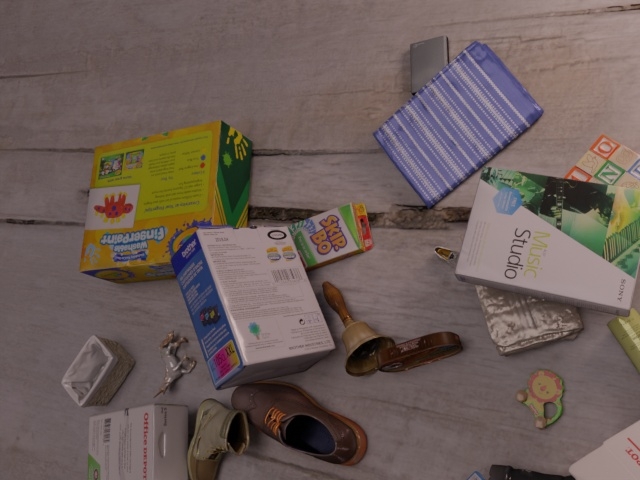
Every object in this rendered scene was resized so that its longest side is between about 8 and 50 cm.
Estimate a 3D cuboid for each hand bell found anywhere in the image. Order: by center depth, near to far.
[{"bbox_3d":[0.059,0.180,1.701,0.126,0.126,0.242,-44,48,11],"label":"hand bell"}]

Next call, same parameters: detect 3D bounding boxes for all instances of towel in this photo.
[{"bbox_3d":[0.415,0.088,1.538,0.187,0.049,0.282,-18,66,16],"label":"towel"},{"bbox_3d":[0.311,-0.269,1.707,0.336,0.040,0.243,-40,69,15],"label":"towel"}]

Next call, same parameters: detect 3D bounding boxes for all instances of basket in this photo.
[{"bbox_3d":[-0.598,0.356,2.006,0.113,0.103,0.167,38,96,32],"label":"basket"}]

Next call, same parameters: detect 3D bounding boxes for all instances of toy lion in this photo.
[{"bbox_3d":[0.446,0.311,1.475,0.096,0.034,0.100,-36,61,7],"label":"toy lion"}]

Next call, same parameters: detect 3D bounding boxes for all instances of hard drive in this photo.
[{"bbox_3d":[0.265,-0.423,1.792,0.094,0.022,0.135,-8,72,28],"label":"hard drive"}]

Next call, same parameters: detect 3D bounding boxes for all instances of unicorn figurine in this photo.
[{"bbox_3d":[-0.383,0.324,1.927,0.111,0.060,0.162,-37,45,16],"label":"unicorn figurine"}]

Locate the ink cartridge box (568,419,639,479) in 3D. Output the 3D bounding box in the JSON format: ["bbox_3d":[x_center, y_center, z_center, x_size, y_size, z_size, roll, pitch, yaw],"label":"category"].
[{"bbox_3d":[0.613,0.379,1.203,0.353,0.119,0.207,-29,36,-4],"label":"ink cartridge box"}]

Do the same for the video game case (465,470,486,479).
[{"bbox_3d":[0.300,0.525,1.353,0.119,0.015,0.166,-45,51,2],"label":"video game case"}]

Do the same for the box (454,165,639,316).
[{"bbox_3d":[0.438,-0.005,1.400,0.321,0.058,0.232,12,76,22],"label":"box"}]

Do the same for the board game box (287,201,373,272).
[{"bbox_3d":[0.000,0.000,1.815,0.259,0.039,0.124,-19,68,21],"label":"board game box"}]

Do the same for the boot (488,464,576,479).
[{"bbox_3d":[0.519,0.596,1.296,0.444,0.146,0.367,-2,77,24],"label":"boot"}]

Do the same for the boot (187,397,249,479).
[{"bbox_3d":[-0.238,0.491,1.743,0.165,0.077,0.213,0,81,53],"label":"boot"}]

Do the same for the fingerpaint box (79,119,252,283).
[{"bbox_3d":[-0.413,-0.090,1.996,0.444,0.163,0.371,-7,71,28],"label":"fingerpaint box"}]

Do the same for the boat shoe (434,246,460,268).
[{"bbox_3d":[0.294,0.039,1.634,0.100,0.035,0.035,31,92,33],"label":"boat shoe"}]

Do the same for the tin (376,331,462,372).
[{"bbox_3d":[0.210,0.239,1.584,0.189,0.106,0.040,-22,59,22],"label":"tin"}]

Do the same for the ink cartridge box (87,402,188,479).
[{"bbox_3d":[-0.455,0.521,1.841,0.272,0.114,0.199,-18,67,37],"label":"ink cartridge box"}]

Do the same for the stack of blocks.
[{"bbox_3d":[0.532,-0.040,1.461,0.171,0.087,0.297,40,88,27],"label":"stack of blocks"}]

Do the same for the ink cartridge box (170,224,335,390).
[{"bbox_3d":[-0.165,0.115,1.699,0.151,0.270,0.396,-39,64,41],"label":"ink cartridge box"}]

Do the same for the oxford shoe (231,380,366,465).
[{"bbox_3d":[-0.074,0.400,1.679,0.363,0.132,0.130,13,83,32],"label":"oxford shoe"}]

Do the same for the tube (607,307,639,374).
[{"bbox_3d":[0.631,0.240,1.376,0.240,0.062,0.070,61,142,22],"label":"tube"}]
